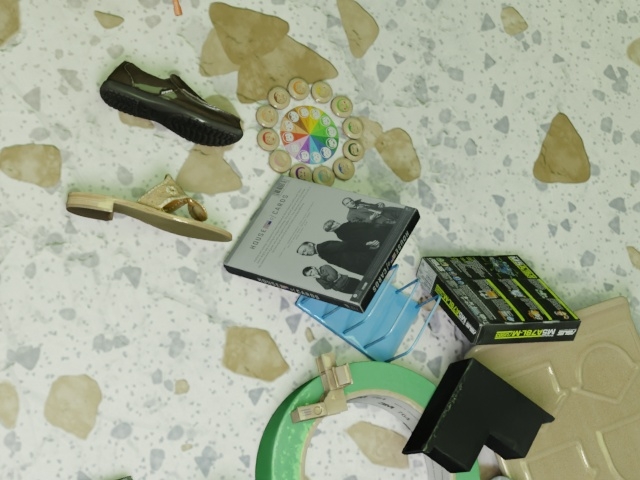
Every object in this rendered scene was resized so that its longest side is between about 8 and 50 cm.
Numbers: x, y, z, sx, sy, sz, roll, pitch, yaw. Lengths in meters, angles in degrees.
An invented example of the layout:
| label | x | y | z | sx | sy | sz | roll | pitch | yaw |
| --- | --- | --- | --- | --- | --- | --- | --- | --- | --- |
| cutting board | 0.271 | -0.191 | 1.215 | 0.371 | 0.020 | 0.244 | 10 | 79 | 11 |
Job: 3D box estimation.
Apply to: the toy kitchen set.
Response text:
| label | x | y | z | sx | sy | sz | roll | pitch | yaw |
| --- | --- | --- | --- | --- | --- | --- | --- | --- | --- |
| toy kitchen set | -0.002 | 0.199 | 1.635 | 0.075 | 0.068 | 0.083 | -9 | 77 | -23 |

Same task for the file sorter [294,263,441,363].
| label | x | y | z | sx | sy | sz | roll | pitch | yaw |
| --- | --- | --- | --- | --- | --- | --- | --- | --- | --- |
| file sorter | 0.074 | 0.086 | 1.767 | 0.170 | 0.104 | 0.118 | 36 | 64 | -8 |

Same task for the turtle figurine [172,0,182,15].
| label | x | y | z | sx | sy | sz | roll | pitch | yaw |
| --- | --- | --- | --- | --- | --- | --- | --- | --- | --- |
| turtle figurine | -0.199 | -0.456 | 1.838 | 0.217 | 0.087 | 0.269 | -11 | 69 | -32 |

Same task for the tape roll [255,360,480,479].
| label | x | y | z | sx | sy | sz | roll | pitch | yaw |
| --- | --- | --- | --- | --- | --- | --- | --- | --- | --- |
| tape roll | 0.070 | 0.335 | 1.702 | 0.321 | 0.077 | 0.321 | 6 | 72 | -19 |

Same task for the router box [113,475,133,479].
| label | x | y | z | sx | sy | sz | roll | pitch | yaw |
| --- | --- | --- | --- | --- | --- | --- | --- | --- | --- |
| router box | -0.295 | 0.370 | 1.566 | 0.122 | 0.038 | 0.092 | -12 | 78 | -24 |

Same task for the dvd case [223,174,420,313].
| label | x | y | z | sx | sy | sz | roll | pitch | yaw |
| --- | --- | --- | --- | --- | --- | --- | --- | --- | --- |
| dvd case | 0.000 | 0.000 | 1.721 | 0.238 | 0.029 | 0.179 | 15 | 60 | 32 |

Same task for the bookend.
| label | x | y | z | sx | sy | sz | roll | pitch | yaw |
| --- | --- | --- | --- | --- | --- | --- | --- | --- | --- |
| bookend | 0.226 | 0.276 | 1.698 | 0.157 | 0.072 | 0.156 | 36 | 67 | -10 |

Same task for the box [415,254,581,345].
| label | x | y | z | sx | sy | sz | roll | pitch | yaw |
| --- | --- | --- | --- | --- | --- | --- | --- | --- | --- |
| box | 0.267 | 0.087 | 1.807 | 0.184 | 0.045 | 0.191 | 1 | 30 | -29 |

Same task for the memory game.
| label | x | y | z | sx | sy | sz | roll | pitch | yaw |
| --- | --- | --- | --- | --- | --- | --- | --- | --- | --- |
| memory game | -0.015 | -0.168 | 1.862 | 0.186 | 0.012 | 0.186 | 6 | 72 | -20 |

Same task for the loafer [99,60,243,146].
| label | x | y | z | sx | sy | sz | roll | pitch | yaw |
| --- | --- | --- | --- | --- | --- | --- | --- | --- | --- |
| loafer | -0.210 | -0.208 | 1.757 | 0.220 | 0.080 | 0.078 | 22 | 67 | -14 |

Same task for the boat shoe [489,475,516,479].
| label | x | y | z | sx | sy | sz | roll | pitch | yaw |
| --- | --- | --- | --- | --- | --- | --- | --- | --- | --- |
| boat shoe | 0.255 | 0.511 | 1.711 | 0.119 | 0.121 | 0.335 | 18 | 80 | -25 |

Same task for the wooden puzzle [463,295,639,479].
| label | x | y | z | sx | sy | sz | roll | pitch | yaw |
| --- | --- | --- | --- | --- | --- | --- | --- | --- | --- |
| wooden puzzle | 0.395 | 0.292 | 1.850 | 0.322 | 0.080 | 0.348 | -15 | 85 | -25 |

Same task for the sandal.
| label | x | y | z | sx | sy | sz | roll | pitch | yaw |
| --- | --- | --- | --- | --- | --- | --- | --- | --- | --- |
| sandal | -0.235 | -0.060 | 1.698 | 0.240 | 0.088 | 0.079 | 11 | 76 | -13 |
